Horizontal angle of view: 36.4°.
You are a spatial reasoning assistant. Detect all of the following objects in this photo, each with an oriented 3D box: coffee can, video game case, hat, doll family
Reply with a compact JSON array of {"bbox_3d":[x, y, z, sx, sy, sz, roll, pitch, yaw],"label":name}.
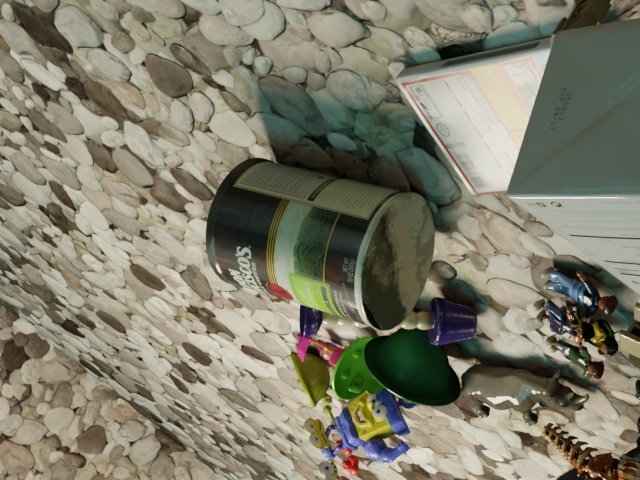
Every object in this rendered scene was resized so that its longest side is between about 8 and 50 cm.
[{"bbox_3d":[0.000,0.000,1.429,0.275,0.201,0.201,15,146,32],"label":"coffee can"},{"bbox_3d":[0.244,-0.139,1.138,0.285,0.025,0.204,-2,135,49],"label":"video game case"},{"bbox_3d":[0.178,0.150,1.604,0.173,0.208,0.183,57,131,45],"label":"hat"},{"bbox_3d":[0.362,0.116,1.348,0.111,0.076,0.193,34,164,47],"label":"doll family"}]

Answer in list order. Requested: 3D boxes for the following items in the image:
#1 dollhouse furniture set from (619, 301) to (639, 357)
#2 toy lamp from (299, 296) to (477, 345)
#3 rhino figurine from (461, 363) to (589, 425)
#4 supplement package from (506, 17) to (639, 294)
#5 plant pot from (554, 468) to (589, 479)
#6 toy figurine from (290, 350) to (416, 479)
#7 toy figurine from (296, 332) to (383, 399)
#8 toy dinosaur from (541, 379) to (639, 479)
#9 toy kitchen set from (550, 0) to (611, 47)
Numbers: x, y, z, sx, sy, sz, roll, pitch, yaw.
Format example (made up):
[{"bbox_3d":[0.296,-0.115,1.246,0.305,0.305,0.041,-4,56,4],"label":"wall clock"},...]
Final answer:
[{"bbox_3d":[0.441,0.119,1.222,0.161,0.101,0.182,26,150,37],"label":"dollhouse furniture set"},{"bbox_3d":[0.107,0.125,1.523,0.275,0.080,0.080,1,152,-8],"label":"toy lamp"},{"bbox_3d":[0.332,0.250,1.595,0.243,0.073,0.106,-5,136,48],"label":"rhino figurine"},{"bbox_3d":[0.345,-0.056,0.901,0.293,0.177,0.175,30,163,-37],"label":"supplement package"},{"bbox_3d":[0.480,0.526,1.768,0.187,0.188,0.167,39,165,-7],"label":"plant pot"},{"bbox_3d":[0.098,0.344,1.943,0.191,0.217,0.362,46,-163,-48],"label":"toy figurine"},{"bbox_3d":[0.031,0.216,1.863,0.159,0.130,0.173,28,179,41],"label":"toy figurine"},{"bbox_3d":[0.481,0.318,1.384,0.322,0.218,0.164,27,152,14],"label":"toy dinosaur"},{"bbox_3d":[0.230,-0.231,0.946,0.075,0.083,0.068,40,151,-9],"label":"toy kitchen set"}]
